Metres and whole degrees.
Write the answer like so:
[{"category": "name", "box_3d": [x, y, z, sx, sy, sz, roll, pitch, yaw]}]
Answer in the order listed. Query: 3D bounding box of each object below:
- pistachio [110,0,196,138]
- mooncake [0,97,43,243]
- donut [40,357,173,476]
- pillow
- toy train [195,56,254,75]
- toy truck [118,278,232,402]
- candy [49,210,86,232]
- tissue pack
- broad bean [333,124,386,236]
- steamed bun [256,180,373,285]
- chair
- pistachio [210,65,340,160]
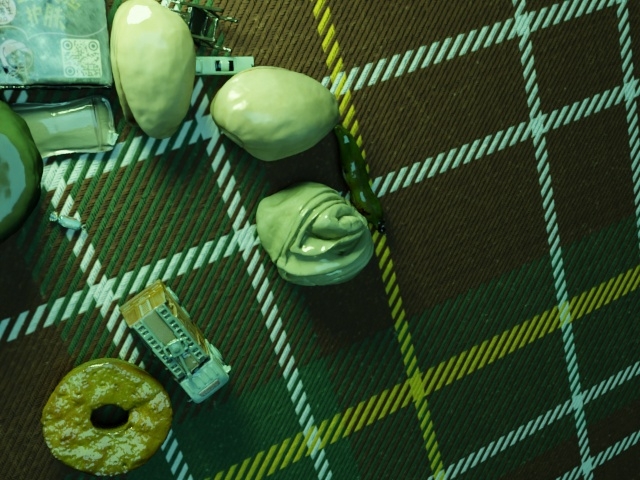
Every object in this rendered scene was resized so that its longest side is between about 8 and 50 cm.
[{"category": "pistachio", "box_3d": [-0.362, -0.364, 1.277, 0.188, 0.187, 0.299, -6, 126, -21]}, {"category": "mooncake", "box_3d": [-0.746, -0.138, 1.196, 0.357, 0.194, 0.356, -5, 106, -20]}, {"category": "donut", "box_3d": [-0.522, 0.424, 1.480, 0.303, 0.110, 0.302, -4, 102, -21]}, {"category": "pillow", "box_3d": [-0.574, -0.248, 1.327, 0.233, 0.038, 0.130, -11, 110, -16]}, {"category": "toy train", "box_3d": [-0.261, -0.410, 1.411, 0.208, 0.047, 0.043, -7, 104, -22]}, {"category": "toy truck", "box_3d": [-0.349, 0.260, 1.478, 0.136, 0.162, 0.305, -37, 114, -10]}, {"category": "candy", "box_3d": [-0.581, -0.044, 1.385, 0.083, 0.020, 0.030, 21, 96, -26]}, {"category": "tissue pack", "box_3d": [-0.571, -0.492, 1.227, 0.260, 0.122, 0.361, -8, 104, -22]}, {"category": "broad bean", "box_3d": [0.103, -0.151, 1.615, 0.077, 0.061, 0.338, -32, 114, -20]}, {"category": "steamed bun", "box_3d": [0.003, -0.001, 1.533, 0.276, 0.203, 0.289, -28, 113, -13]}, {"category": "chair", "box_3d": [-0.308, -0.497, 1.362, 0.213, 0.101, 0.084, 16, 97, 13]}, {"category": "pistachio", "box_3d": [-0.104, -0.305, 1.421, 0.318, 0.193, 0.213, -16, 120, -29]}]
